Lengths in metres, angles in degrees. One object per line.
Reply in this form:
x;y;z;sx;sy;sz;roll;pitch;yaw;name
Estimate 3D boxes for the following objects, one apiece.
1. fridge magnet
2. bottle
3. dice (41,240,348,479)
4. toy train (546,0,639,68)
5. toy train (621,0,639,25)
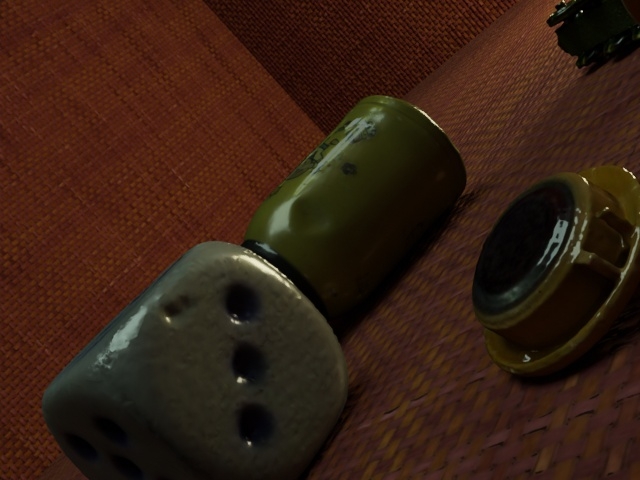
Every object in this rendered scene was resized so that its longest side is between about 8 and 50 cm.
0.143;0.015;0.515;0.143;0.063;0.143;-53;18;26;fridge magnet
0.000;0.000;0.969;0.351;0.171;0.171;-45;8;-21;bottle
-0.106;0.130;0.728;0.193;0.192;0.194;-48;7;-38;dice
0.368;-0.285;0.990;0.137;0.090;0.225;-37;6;-12;toy train
0.289;-0.205;0.595;0.116;0.177;0.285;-36;11;45;toy train
